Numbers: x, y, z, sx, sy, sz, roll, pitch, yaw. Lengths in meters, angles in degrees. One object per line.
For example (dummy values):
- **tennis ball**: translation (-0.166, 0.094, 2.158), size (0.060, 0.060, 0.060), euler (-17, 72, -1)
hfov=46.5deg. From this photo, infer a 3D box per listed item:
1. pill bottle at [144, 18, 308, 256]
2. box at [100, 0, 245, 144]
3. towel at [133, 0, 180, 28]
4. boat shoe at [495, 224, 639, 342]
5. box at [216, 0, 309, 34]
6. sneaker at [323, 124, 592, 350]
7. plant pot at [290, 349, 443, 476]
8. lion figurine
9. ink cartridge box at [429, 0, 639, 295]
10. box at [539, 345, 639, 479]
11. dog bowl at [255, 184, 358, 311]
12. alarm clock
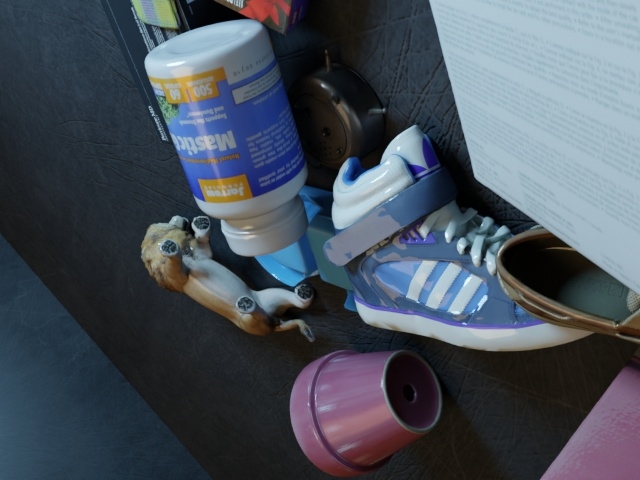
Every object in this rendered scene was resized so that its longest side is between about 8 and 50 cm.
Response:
- **pill bottle**: translation (-0.102, -0.121, 0.929), size (0.152, 0.152, 0.272), euler (15, 132, 44)
- **box**: translation (-0.186, -0.265, 1.040), size (0.184, 0.103, 0.261), euler (11, 131, 41)
- **towel**: translation (-0.209, -0.297, 0.935), size (0.083, 0.009, 0.060), euler (19, 136, 40)
- **boat shoe**: translation (0.304, 0.045, 0.649), size (0.324, 0.123, 0.116), euler (3, 171, 34)
- **box**: translation (-0.086, -0.382, 0.767), size (0.201, 0.057, 0.293), euler (28, 141, 8)
- **sneaker**: translation (0.152, -0.013, 0.844), size (0.323, 0.130, 0.236), euler (2, 113, 37)
- **plant pot**: translation (0.084, 0.257, 1.170), size (0.180, 0.201, 0.201), euler (-30, 98, 43)
- **lion figurine**: translation (-0.177, 0.086, 1.367), size (0.392, 0.142, 0.240), euler (41, 155, 9)
- **ink cartridge box**: translation (0.182, -0.166, 0.549), size (0.308, 0.091, 0.385), euler (-125, 12, -58)
- **box**: translation (0.336, 0.239, 0.764), size (0.127, 0.232, 0.148), euler (24, 140, 37)
- **dog bowl**: translation (0.000, 0.000, 1.105), size (0.297, 0.074, 0.166), euler (18, 136, 43)
- **alarm clock**: translation (0.009, -0.145, 0.958), size (0.129, 0.064, 0.192), euler (46, 152, 7)
